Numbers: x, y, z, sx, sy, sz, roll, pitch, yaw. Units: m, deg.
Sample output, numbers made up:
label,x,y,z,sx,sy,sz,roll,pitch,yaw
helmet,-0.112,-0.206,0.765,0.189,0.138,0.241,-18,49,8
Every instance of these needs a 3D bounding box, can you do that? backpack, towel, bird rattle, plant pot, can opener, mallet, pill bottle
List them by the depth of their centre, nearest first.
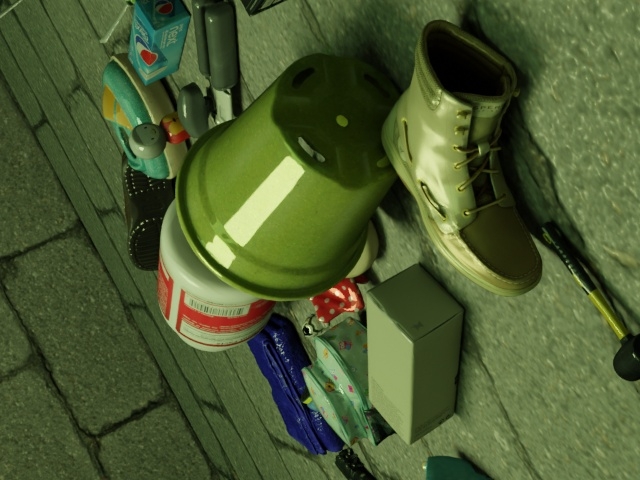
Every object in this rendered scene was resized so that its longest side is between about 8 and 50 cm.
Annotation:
label,x,y,z,sx,sy,sz,roll,pitch,yaw
mallet,0.287,0.064,1.097,0.189,0.039,0.062,56,162,26
plant pot,-0.015,-0.094,1.315,0.276,0.276,0.254,57,148,8
bird rattle,0.000,0.000,1.558,0.207,0.143,0.253,-23,99,55
can opener,-0.183,-0.266,1.665,0.076,0.095,0.283,48,157,28
backpack,0.053,0.228,1.706,0.166,0.144,0.188,48,154,49
pill bottle,-0.183,0.064,1.915,0.229,0.229,0.407,55,159,14
towel,-0.075,0.296,2.191,0.228,0.076,0.308,12,129,63

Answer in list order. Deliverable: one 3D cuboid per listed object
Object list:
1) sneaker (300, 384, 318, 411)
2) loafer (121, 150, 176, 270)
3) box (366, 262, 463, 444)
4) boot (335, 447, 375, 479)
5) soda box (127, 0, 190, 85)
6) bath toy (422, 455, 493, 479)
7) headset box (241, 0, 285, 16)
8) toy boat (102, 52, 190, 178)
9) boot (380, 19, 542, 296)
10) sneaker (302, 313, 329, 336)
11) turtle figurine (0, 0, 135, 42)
label,x,y,z,sx,sy,sz,roll,pitch,yaw
sneaker,0.037,0.277,1.943,0.082,0.069,0.209,29,152,-10
loafer,-0.378,-0.084,2.365,0.130,0.134,0.365,-107,16,-46
box,0.132,0.169,1.506,0.113,0.094,0.275,47,156,32
boot,0.069,0.493,2.160,0.099,0.045,0.121,43,146,34
soda box,-0.283,-0.353,1.819,0.067,0.071,0.210,58,159,8
bath toy,0.218,0.507,1.689,0.129,0.151,0.348,5,129,10
headset box,-0.063,-0.426,1.116,0.283,0.131,0.246,60,160,0
toy boat,-0.338,-0.224,2.009,0.318,0.148,0.267,22,137,60
boot,0.165,-0.083,1.096,0.262,0.095,0.203,60,160,20
sneaker,-0.019,0.159,1.925,0.040,0.044,0.109,56,161,7
turtle figurine,-0.376,-0.433,1.766,0.198,0.274,0.266,32,172,-34
